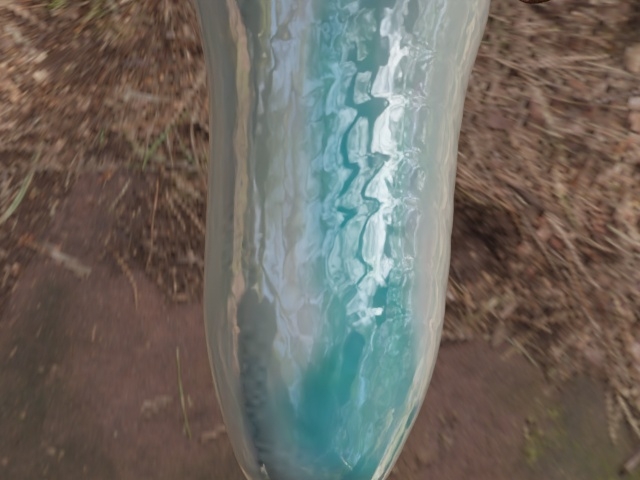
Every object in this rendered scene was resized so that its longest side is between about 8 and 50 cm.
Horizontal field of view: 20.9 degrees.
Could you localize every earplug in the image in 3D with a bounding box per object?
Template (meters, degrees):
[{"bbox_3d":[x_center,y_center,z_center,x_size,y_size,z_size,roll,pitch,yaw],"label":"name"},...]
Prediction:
[{"bbox_3d":[0.000,0.000,1.028,0.185,0.185,0.324,6,76,-6],"label":"earplug"}]

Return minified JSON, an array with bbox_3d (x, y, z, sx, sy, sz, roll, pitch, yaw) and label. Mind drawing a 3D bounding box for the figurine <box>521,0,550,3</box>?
[{"bbox_3d":[0.113,-0.188,0.879,0.082,0.098,0.154,-1,72,23],"label":"figurine"}]
